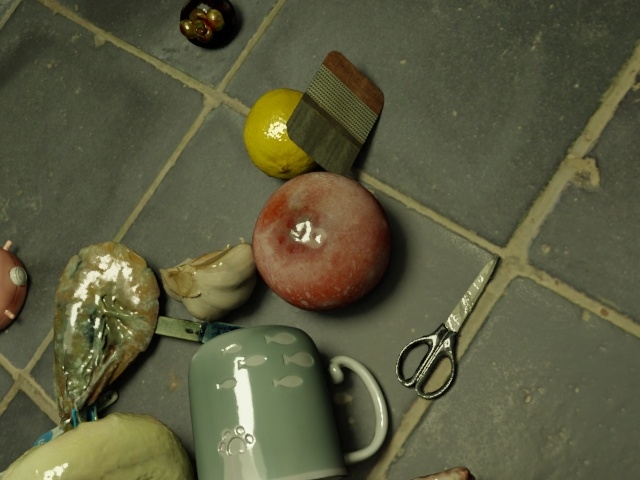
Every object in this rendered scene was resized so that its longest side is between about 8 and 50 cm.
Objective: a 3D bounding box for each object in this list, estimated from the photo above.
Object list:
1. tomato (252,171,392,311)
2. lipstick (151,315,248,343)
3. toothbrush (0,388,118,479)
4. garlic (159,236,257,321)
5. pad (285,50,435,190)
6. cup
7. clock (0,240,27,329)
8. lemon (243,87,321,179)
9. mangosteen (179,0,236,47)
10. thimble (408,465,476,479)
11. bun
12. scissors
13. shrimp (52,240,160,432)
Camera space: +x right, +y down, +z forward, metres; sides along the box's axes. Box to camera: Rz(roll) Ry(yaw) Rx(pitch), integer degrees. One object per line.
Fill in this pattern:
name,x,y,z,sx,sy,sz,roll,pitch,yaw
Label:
tomato,0.000,0.000,1.255,0.270,0.227,0.271,-4,76,15
lipstick,-0.277,0.191,1.398,0.312,0.051,0.051,5,70,25
toothbrush,-0.595,0.440,1.447,0.386,0.040,0.040,-34,65,3
garlic,-0.211,0.085,1.351,0.229,0.178,0.143,-20,94,46
pad,0.106,-0.218,1.354,0.323,0.055,0.250,29,63,-6
cup,-0.056,0.301,1.193,0.356,0.259,0.275,-7,68,-15
clock,-0.817,0.112,1.573,0.241,0.142,0.227,-16,69,11
lemon,-0.070,-0.226,1.383,0.178,0.178,0.203,-7,59,18
mangosteen,-0.270,-0.516,1.564,0.137,0.137,0.151,-13,29,16
thimble,0.193,0.484,1.036,0.162,0.239,0.239,-19,68,14
bun,-0.423,0.458,1.225,0.361,0.361,0.213,-41,45,4
scissors,0.249,0.152,1.231,0.109,0.022,0.300,31,85,22
shrimp,-0.460,0.223,1.396,0.221,0.110,0.446,5,81,-1
